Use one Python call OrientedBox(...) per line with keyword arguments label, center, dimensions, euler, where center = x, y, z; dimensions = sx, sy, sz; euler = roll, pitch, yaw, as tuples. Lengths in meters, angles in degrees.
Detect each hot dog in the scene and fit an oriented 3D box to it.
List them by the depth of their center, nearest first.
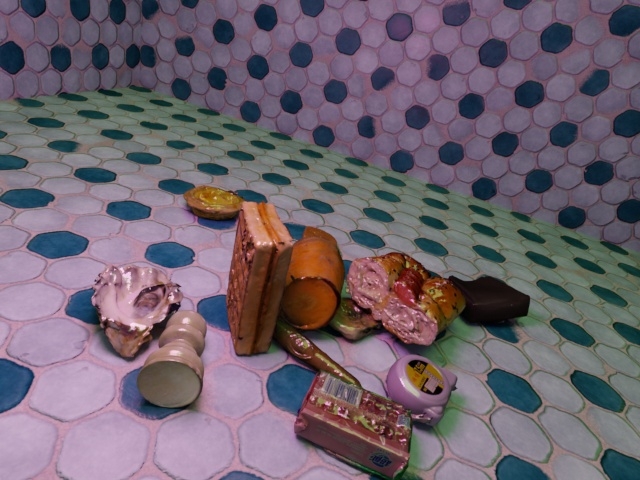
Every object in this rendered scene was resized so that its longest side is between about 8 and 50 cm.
OrientedBox(label="hot dog", center=(0.324, 0.179, 1.431), dimensions=(0.367, 0.195, 0.366), euler=(40, 23, 28))

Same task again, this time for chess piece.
OrientedBox(label="chess piece", center=(-0.352, 0.274, 1.023), dimensions=(0.145, 0.144, 0.251), euler=(10, 22, -11))

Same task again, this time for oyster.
OrientedBox(label="oyster", center=(-0.514, 0.174, 1.137), dimensions=(0.238, 0.114, 0.351), euler=(12, 32, -25))

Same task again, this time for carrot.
OrientedBox(label="carrot", center=(-0.015, 0.331, 1.149), dimensions=(0.343, 0.070, 0.070), euler=(31, 32, 23))
OrientedBox(label="carrot", center=(-0.027, 0.122, 1.335), dimensions=(0.225, 0.223, 0.340), euler=(13, 21, -6))

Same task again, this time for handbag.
OrientedBox(label="handbag", center=(0.655, 0.224, 1.636), dimensions=(0.286, 0.113, 0.257), euler=(-2, 27, -17))

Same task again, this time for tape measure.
OrientedBox(label="tape measure", center=(0.272, 0.407, 1.128), dimensions=(0.178, 0.105, 0.196), euler=(37, 35, 21))

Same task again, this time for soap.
OrientedBox(label="soap", center=(0.084, 0.432, 0.981), dimensions=(0.274, 0.097, 0.218), euler=(21, 29, 9))

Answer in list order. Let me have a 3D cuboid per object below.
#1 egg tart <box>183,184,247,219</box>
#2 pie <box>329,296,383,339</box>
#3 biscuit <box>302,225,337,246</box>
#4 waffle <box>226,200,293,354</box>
OrientedBox(label="egg tart", center=(-0.461, -0.160, 1.780), dimensions=(0.279, 0.094, 0.278), euler=(13, 23, -6))
OrientedBox(label="pie", center=(0.106, 0.254, 1.362), dimensions=(0.218, 0.052, 0.185), euler=(-12, 35, -45))
OrientedBox(label="biscuit", center=(0.000, 0.000, 1.786), dimensions=(0.142, 0.028, 0.221), euler=(-7, 35, -34))
OrientedBox(label="waffle", center=(-0.184, 0.100, 1.151), dimensions=(0.114, 0.375, 0.260), euler=(4, 29, -21))
